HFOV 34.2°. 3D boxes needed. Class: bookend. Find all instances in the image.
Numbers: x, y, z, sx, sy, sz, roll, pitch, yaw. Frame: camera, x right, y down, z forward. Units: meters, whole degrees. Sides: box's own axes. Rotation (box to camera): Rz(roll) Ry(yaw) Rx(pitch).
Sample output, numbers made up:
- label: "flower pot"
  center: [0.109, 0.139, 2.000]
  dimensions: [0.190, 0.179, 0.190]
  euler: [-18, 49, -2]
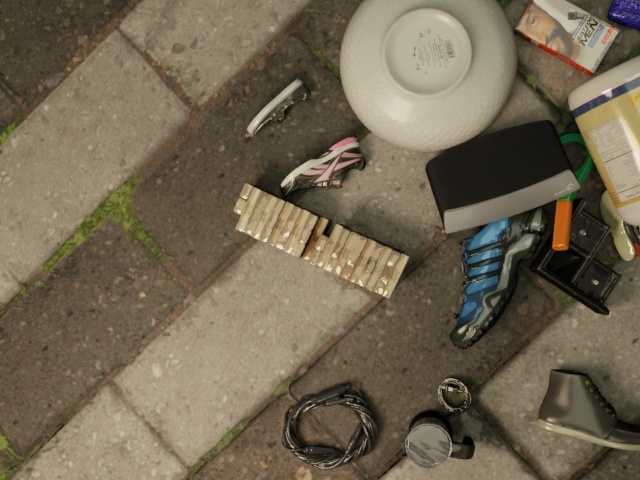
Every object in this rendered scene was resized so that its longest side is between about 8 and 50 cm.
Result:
- label: "bookend"
  center: [0.495, 0.030, 1.912]
  dimensions: [0.157, 0.072, 0.156]
  euler: [34, 89, -1]

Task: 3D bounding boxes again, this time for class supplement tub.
- label: "supplement tub"
  center: [0.596, -0.163, 1.821]
  dimensions: [0.228, 0.228, 0.316]
  euler: [-25, 89, 7]

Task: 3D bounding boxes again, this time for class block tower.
- label: "block tower"
  center: [0.000, 0.000, 1.970]
  dimensions: [0.335, 0.097, 0.091]
  euler: [25, 95, 8]

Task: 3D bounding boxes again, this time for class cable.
- label: "cable"
  center: [0.015, 0.366, 2.006]
  dimensions: [0.184, 0.047, 0.150]
  euler: [-23, 94, 5]

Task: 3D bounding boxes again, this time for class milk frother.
- label: "milk frother"
  center: [0.221, 0.336, 1.929]
  dimensions: [0.129, 0.135, 0.143]
  euler: [-6, 91, 7]

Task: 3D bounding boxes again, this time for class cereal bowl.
- label: "cereal bowl"
  center: [0.195, -0.335, 1.912]
  dimensions: [0.339, 0.141, 0.339]
  euler: [0, 91, 8]

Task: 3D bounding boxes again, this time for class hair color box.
- label: "hair color box"
  center: [0.453, -0.385, 1.921]
  dimensions: [0.167, 0.053, 0.093]
  euler: [30, 96, 7]

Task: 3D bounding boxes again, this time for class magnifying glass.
- label: "magnifying glass"
  center: [0.447, -0.090, 1.891]
  dimensions: [0.092, 0.026, 0.231]
  euler: [-6, 60, 36]

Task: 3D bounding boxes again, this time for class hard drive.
- label: "hard drive"
  center: [0.327, -0.124, 1.904]
  dimensions: [0.255, 0.054, 0.172]
  euler: [-19, 55, 8]

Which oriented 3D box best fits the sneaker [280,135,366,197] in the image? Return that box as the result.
- label: "sneaker"
  center: [0.007, -0.125, 1.975]
  dimensions: [0.178, 0.072, 0.077]
  euler: [-31, 90, 7]

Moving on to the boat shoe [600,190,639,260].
- label: "boat shoe"
  center: [0.559, -0.030, 1.924]
  dimensions: [0.043, 0.049, 0.137]
  euler: [-18, 86, -35]

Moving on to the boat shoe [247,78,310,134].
- label: "boat shoe"
  center: [-0.080, -0.249, 1.994]
  dimensions: [0.142, 0.049, 0.040]
  euler: [-43, 87, 4]

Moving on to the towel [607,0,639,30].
- label: "towel"
  center: [0.702, -0.458, 1.876]
  dimensions: [0.308, 0.076, 0.227]
  euler: [21, 95, 6]

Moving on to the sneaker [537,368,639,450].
- label: "sneaker"
  center: [0.520, 0.312, 1.917]
  dimensions: [0.222, 0.083, 0.118]
  euler: [11, 93, 8]

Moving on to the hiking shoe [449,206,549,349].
- label: "hiking shoe"
  center: [0.305, 0.055, 1.935]
  dimensions: [0.132, 0.113, 0.304]
  euler: [29, 86, 15]
